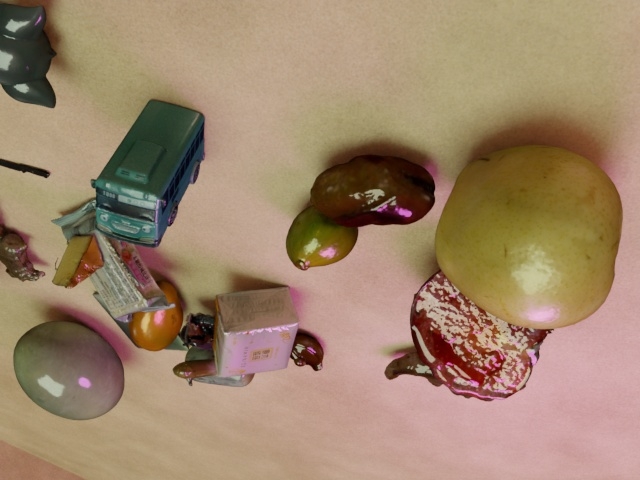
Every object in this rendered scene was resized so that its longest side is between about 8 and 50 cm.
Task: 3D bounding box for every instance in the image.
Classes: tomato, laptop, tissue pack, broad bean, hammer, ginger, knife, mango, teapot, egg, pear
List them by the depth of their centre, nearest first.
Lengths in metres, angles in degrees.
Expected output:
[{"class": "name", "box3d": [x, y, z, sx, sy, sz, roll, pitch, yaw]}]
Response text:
[{"class": "pear", "box3d": [0.336, -0.010, 1.051, 0.309, 0.309, 0.309, 9, 140, 8]}, {"class": "broad bean", "box3d": [0.094, -0.087, 1.171, 0.228, 0.122, 0.156, 0, 164, 27]}, {"class": "tomato", "box3d": [0.325, 0.169, 1.354, 0.309, 0.170, 0.309, 2, 103, 7]}, {"class": "knife", "box3d": [-0.679, -0.165, 1.420, 0.170, 0.010, 0.023, 16, 134, 3]}, {"class": "tissue pack", "box3d": [-0.165, 0.228, 1.571, 0.185, 0.124, 0.225, -7, 143, -18]}, {"class": "ginger", "box3d": [-0.797, 0.003, 1.592, 0.122, 0.084, 0.290, 7, 139, 20]}, {"class": "ginger", "box3d": [0.338, 0.325, 1.601, 0.333, 0.080, 0.166, 18, 126, 8]}, {"class": "mango", "box3d": [-0.424, 0.192, 1.657, 0.112, 0.145, 0.219, 36, 131, 31]}, {"class": "teapot", "box3d": [-0.043, 0.300, 1.690, 0.098, 0.078, 0.129, -20, 129, 35]}, {"class": "hammer", "box3d": [-0.303, 0.339, 1.707, 0.202, 0.113, 0.305, 1, 174, 13]}, {"class": "laptop", "box3d": [-0.503, 0.231, 1.811, 0.187, 0.015, 0.269, -2, 137, 21]}, {"class": "egg", "box3d": [-0.728, 0.381, 1.874, 0.258, 0.258, 0.352, -9, 132, 27]}]

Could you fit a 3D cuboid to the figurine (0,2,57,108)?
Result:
[{"class": "figurine", "box3d": [-0.578, -0.349, 1.080, 0.265, 0.140, 0.193, 6, 126, -24]}]

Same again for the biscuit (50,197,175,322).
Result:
[{"class": "biscuit", "box3d": [-0.482, 0.053, 1.501, 0.186, 0.079, 0.309, -20, 104, 30]}]

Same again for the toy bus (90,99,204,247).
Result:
[{"class": "toy bus", "box3d": [-0.302, -0.125, 1.152, 0.128, 0.256, 0.147, 15, 137, 1]}]

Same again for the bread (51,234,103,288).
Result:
[{"class": "bread", "box3d": [-0.554, 0.048, 1.423, 0.084, 0.109, 0.080, 3, 121, 32]}]

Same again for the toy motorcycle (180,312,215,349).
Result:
[{"class": "toy motorcycle", "box3d": [-0.320, 0.238, 1.698, 0.118, 0.084, 0.212, 11, 155, 0]}]

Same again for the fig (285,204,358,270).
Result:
[{"class": "fig", "box3d": [0.001, -0.010, 1.294, 0.153, 0.121, 0.136, -36, 131, 17]}]
